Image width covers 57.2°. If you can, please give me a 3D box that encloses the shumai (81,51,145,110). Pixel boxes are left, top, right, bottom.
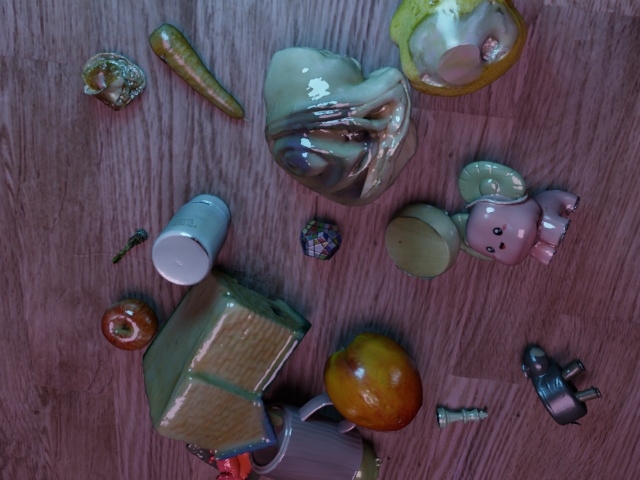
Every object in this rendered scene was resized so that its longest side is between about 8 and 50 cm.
[{"bbox_3d":[-0.490,-0.359,1.343,0.145,0.116,0.146,2,118,3],"label":"shumai"}]

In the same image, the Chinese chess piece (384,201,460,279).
[{"bbox_3d":[0.249,0.001,1.437,0.188,0.083,0.189,22,132,27],"label":"Chinese chess piece"}]

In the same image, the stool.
[{"bbox_3d":[0.652,0.389,1.586,0.139,0.153,0.228,-36,108,20],"label":"stool"}]

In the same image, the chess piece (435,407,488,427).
[{"bbox_3d":[0.418,0.519,1.726,0.149,0.059,0.059,-3,116,2],"label":"chess piece"}]

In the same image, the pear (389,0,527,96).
[{"bbox_3d":[0.274,-0.422,1.194,0.271,0.271,0.271,2,116,4],"label":"pear"}]

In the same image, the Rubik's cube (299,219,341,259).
[{"bbox_3d":[0.000,0.000,1.488,0.111,0.093,0.111,2,114,3],"label":"Rubik's cube"}]

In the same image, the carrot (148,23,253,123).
[{"bbox_3d":[-0.268,-0.367,1.351,0.078,0.078,0.298,-38,111,20],"label":"carrot"}]

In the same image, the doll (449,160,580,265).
[{"bbox_3d":[0.442,-0.055,1.393,0.268,0.216,0.284,25,137,17],"label":"doll"}]

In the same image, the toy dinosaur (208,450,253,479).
[{"bbox_3d":[-0.260,0.620,1.732,0.138,0.070,0.286,-18,103,-5],"label":"toy dinosaur"}]

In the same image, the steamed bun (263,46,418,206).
[{"bbox_3d":[0.028,-0.228,1.253,0.339,0.247,0.352,9,130,17],"label":"steamed bun"}]

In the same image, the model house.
[{"bbox_3d":[-0.226,0.320,1.561,0.342,0.334,0.382,30,98,-30],"label":"model house"}]

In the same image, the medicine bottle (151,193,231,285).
[{"bbox_3d":[-0.300,-0.012,1.417,0.143,0.258,0.144,3,117,5],"label":"medicine bottle"}]

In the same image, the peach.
[{"bbox_3d":[0.146,0.384,1.564,0.238,0.281,0.281,-41,107,10],"label":"peach"}]

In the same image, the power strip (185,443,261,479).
[{"bbox_3d":[-0.238,0.593,1.797,0.257,0.092,0.251,38,104,-12],"label":"power strip"}]

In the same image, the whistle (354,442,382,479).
[{"bbox_3d":[0.063,0.701,1.823,0.294,0.141,0.141,-20,114,35],"label":"whistle"}]

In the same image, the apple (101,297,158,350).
[{"bbox_3d":[-0.521,0.231,1.621,0.146,0.131,0.147,1,96,5],"label":"apple"}]

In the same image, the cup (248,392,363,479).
[{"bbox_3d":[-0.022,0.580,1.661,0.273,0.208,0.288,29,134,-29],"label":"cup"}]

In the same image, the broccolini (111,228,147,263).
[{"bbox_3d":[-0.514,0.020,1.584,0.140,0.030,0.035,-41,142,26],"label":"broccolini"}]
